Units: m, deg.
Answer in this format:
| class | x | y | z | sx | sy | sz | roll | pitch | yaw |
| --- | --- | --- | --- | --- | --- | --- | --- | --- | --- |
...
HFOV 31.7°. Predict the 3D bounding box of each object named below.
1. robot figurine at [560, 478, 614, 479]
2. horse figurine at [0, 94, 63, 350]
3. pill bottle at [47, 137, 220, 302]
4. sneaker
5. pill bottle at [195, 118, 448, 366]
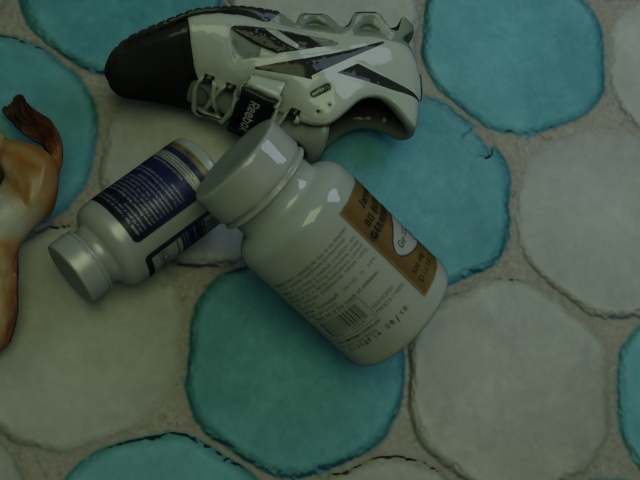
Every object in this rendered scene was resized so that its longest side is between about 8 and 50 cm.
| class | x | y | z | sx | sy | sz | roll | pitch | yaw |
| --- | --- | --- | --- | --- | --- | --- | --- | --- | --- |
| robot figurine | 0.266 | 0.278 | 1.076 | 0.115 | 0.067 | 0.101 | 35 | 66 | 4 |
| horse figurine | -0.325 | -0.032 | 1.087 | 0.174 | 0.066 | 0.263 | 25 | 69 | 6 |
| pill bottle | -0.174 | -0.017 | 1.092 | 0.169 | 0.094 | 0.094 | -38 | 80 | -21 |
| sneaker | -0.050 | -0.151 | 1.151 | 0.331 | 0.122 | 0.146 | -4 | 68 | -11 |
| pill bottle | 0.000 | 0.000 | 1.061 | 0.229 | 0.131 | 0.131 | 43 | 66 | -17 |
